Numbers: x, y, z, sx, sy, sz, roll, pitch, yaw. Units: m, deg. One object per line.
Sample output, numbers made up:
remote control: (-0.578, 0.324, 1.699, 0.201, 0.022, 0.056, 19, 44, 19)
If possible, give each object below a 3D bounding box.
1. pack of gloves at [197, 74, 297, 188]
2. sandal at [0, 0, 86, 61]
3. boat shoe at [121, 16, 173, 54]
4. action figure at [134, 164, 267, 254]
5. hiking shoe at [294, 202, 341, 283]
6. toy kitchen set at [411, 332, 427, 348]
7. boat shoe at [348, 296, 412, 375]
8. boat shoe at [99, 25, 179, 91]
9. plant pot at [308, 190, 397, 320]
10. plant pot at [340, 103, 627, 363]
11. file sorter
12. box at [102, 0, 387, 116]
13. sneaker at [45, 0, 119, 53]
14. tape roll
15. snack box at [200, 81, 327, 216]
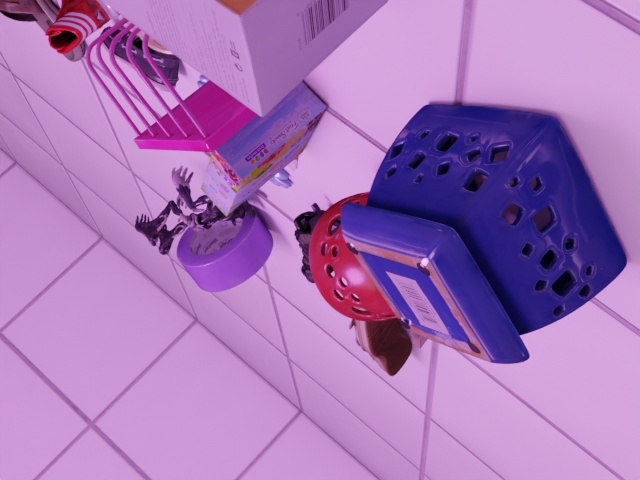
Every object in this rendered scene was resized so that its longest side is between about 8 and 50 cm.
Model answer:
pack of gloves: (-0.142, -0.178, 1.762, 0.232, 0.046, 0.195, 42, 161, 10)
sandal: (-0.606, -0.479, 2.053, 0.303, 0.086, 0.120, 49, 162, -13)
boat shoe: (-0.277, -0.353, 1.663, 0.135, 0.050, 0.045, 32, 135, 17)
action figure: (-0.239, -0.080, 2.009, 0.164, 0.275, 0.141, 29, -138, -54)
hiking shoe: (0.000, 0.000, 1.817, 0.114, 0.086, 0.227, 57, 158, 8)
toy kitchen set: (0.157, 0.121, 1.712, 0.083, 0.075, 0.068, 32, 158, 24)
boat shoe: (0.100, 0.167, 1.896, 0.089, 0.104, 0.285, 32, 159, 29)
boat shoe: (-0.321, -0.342, 1.805, 0.206, 0.075, 0.065, 41, 120, 30)
plant pot: (0.102, 0.016, 1.425, 0.191, 0.191, 0.174, 49, 155, -12)
plant pot: (0.176, -0.002, 1.170, 0.236, 0.212, 0.236, 16, 147, 55)
file sorter: (-0.186, -0.259, 1.430, 0.182, 0.202, 0.290, 56, 160, -22)
box: (-0.123, -0.334, 1.088, 0.345, 0.215, 0.168, 37, 161, 21)
sneaker: (-0.455, -0.406, 1.793, 0.221, 0.128, 0.087, 28, 157, 56)
tape roll: (-0.198, 0.012, 2.075, 0.189, 0.189, 0.080, 23, 153, 49)
snack box: (-0.090, -0.137, 1.521, 0.070, 0.174, 0.207, 48, 163, 1)
